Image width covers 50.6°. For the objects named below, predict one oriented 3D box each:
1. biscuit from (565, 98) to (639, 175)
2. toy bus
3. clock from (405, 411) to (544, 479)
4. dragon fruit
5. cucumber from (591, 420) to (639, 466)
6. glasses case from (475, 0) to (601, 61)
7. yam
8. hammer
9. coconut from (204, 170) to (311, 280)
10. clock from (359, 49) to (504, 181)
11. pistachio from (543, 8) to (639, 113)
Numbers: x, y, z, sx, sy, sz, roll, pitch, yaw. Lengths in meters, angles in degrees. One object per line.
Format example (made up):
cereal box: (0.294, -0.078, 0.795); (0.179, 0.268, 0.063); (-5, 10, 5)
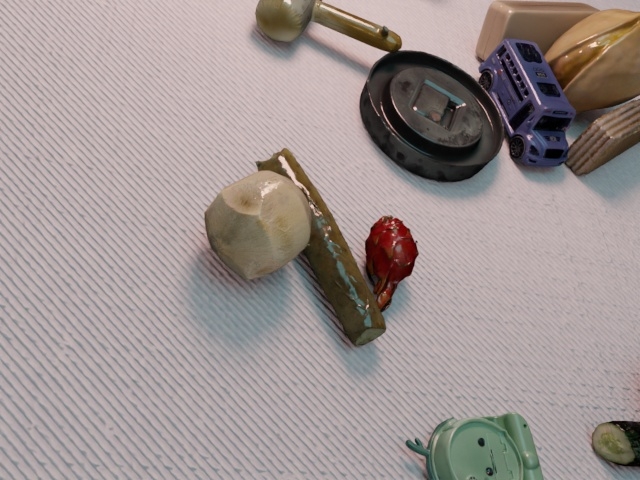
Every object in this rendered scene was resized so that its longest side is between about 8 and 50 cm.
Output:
biscuit: (0.742, -0.278, 1.610); (0.426, 0.144, 0.078); (-27, 71, -36)
toy bus: (0.470, -0.307, 1.511); (0.125, 0.133, 0.292); (-2, 59, -26)
clock: (0.230, 0.341, 1.017); (0.210, 0.066, 0.159); (4, 56, -21)
dragon fruit: (0.115, 0.053, 1.157); (0.094, 0.094, 0.191); (13, 76, -16)
cucumber: (0.585, 0.353, 1.162); (0.241, 0.074, 0.074); (10, 55, -19)
glasses case: (0.542, -0.510, 1.667); (0.336, 0.144, 0.076); (-9, 39, -30)
yam: (0.000, 0.000, 1.133); (0.083, 0.083, 0.372); (-17, 67, -32)
hammer: (0.029, -0.464, 1.419); (0.305, 0.113, 0.202); (23, 55, 0)
coconut: (-0.104, -0.020, 1.049); (0.162, 0.161, 0.161); (-30, 74, -35)
clock: (0.232, -0.264, 1.421); (0.318, 0.066, 0.319); (12, 55, -17)
pistachio: (0.664, -0.423, 1.605); (0.321, 0.238, 0.229); (-29, 69, -7)
